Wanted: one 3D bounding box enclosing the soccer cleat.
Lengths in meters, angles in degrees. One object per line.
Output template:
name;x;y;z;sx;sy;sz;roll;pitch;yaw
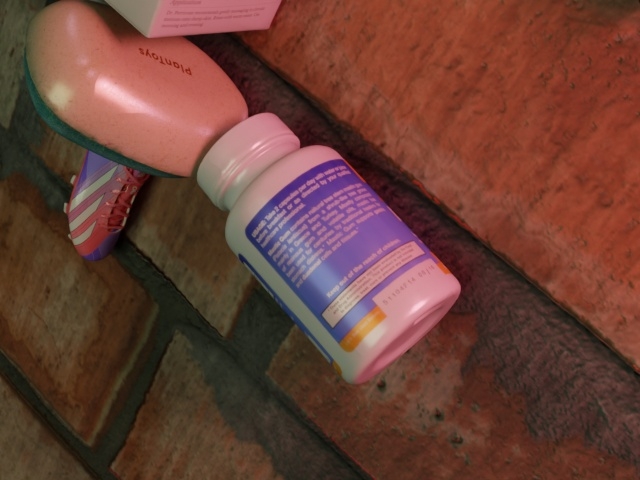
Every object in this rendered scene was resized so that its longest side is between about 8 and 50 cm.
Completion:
soccer cleat;-0.254;-0.075;1.181;0.095;0.083;0.248;26;115;23

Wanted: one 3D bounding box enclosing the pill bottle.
pill bottle;0.000;0.000;0.969;0.272;0.152;0.152;49;126;15

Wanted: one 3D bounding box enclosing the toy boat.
toy boat;-0.213;-0.194;1.046;0.148;0.267;0.318;-39;49;30

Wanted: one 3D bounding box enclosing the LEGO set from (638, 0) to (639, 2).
LEGO set;0.229;-0.296;0.775;0.244;0.060;0.182;26;121;27

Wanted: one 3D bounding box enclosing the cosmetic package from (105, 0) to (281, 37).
cosmetic package;-0.078;-0.384;0.885;0.155;0.197;0.365;42;122;20
